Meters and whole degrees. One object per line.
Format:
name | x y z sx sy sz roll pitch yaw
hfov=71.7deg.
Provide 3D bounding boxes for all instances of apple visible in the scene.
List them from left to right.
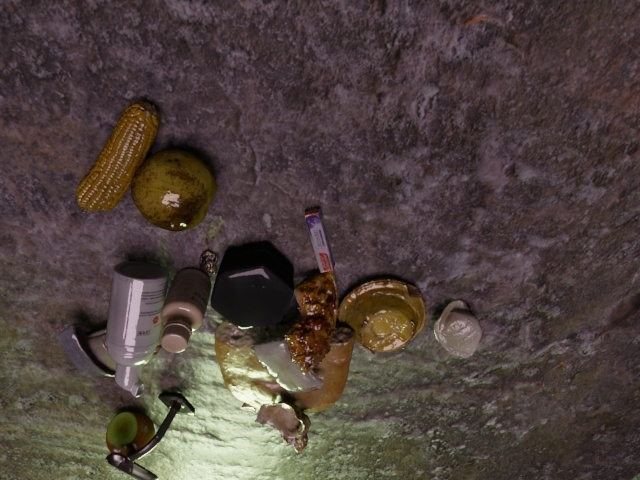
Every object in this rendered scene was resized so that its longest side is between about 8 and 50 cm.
apple | -0.666 0.688 1.559 0.146 0.147 0.163 -18 120 7

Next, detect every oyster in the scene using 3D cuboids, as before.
oyster | -0.320 0.062 1.262 0.054 0.019 0.083 6 122 -7
oyster | -0.103 0.590 1.456 0.161 0.107 0.233 -10 124 30

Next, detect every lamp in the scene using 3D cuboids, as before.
lamp | -0.538 0.678 1.502 0.124 0.283 0.203 4 135 40

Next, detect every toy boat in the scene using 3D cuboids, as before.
toy boat | -0.617 0.336 1.371 0.293 0.111 0.276 -7 130 -11

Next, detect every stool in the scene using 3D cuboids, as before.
stool | -0.188 0.125 1.239 0.232 0.141 0.232 -2 123 -3

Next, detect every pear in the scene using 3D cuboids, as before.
pear | -0.351 -0.122 1.046 0.197 0.197 0.197 -2 122 -3

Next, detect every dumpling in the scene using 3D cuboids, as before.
dumpling | 0.429 0.281 1.405 0.150 0.092 0.177 -7 121 -3

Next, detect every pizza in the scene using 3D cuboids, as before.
pizza | -0.013 0.221 1.250 0.161 0.306 0.085 26 161 -38

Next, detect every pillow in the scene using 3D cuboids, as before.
pillow | -0.096 0.371 1.303 0.128 0.051 0.229 -23 117 24

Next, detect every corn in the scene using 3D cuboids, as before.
corn | -0.471 -0.190 1.048 0.102 0.102 0.313 35 113 -22

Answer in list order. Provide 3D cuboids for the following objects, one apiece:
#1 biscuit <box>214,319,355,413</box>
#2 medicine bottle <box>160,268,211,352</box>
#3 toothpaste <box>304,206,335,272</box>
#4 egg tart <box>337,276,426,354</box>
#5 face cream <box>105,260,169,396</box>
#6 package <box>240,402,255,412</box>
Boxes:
biscuit | -0.129 0.429 1.435 0.429 0.104 0.446 7 127 -1
medicine bottle | -0.370 0.189 1.201 0.114 0.252 0.114 -1 122 -2
toothpaste | 0.000 0.000 1.233 0.047 0.040 0.196 -11 123 6
egg tart | 0.195 0.243 1.357 0.290 0.115 0.290 -3 122 -4
face cream | -0.522 0.254 1.235 0.145 0.145 0.370 11 102 -11
package | -0.245 0.581 1.589 0.059 0.029 0.083 24 107 -11
